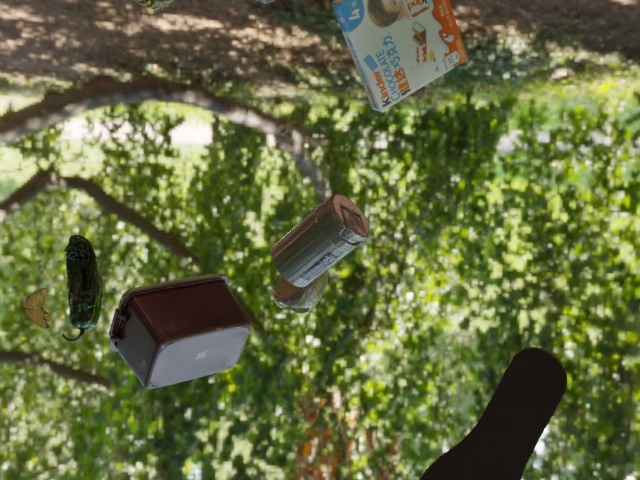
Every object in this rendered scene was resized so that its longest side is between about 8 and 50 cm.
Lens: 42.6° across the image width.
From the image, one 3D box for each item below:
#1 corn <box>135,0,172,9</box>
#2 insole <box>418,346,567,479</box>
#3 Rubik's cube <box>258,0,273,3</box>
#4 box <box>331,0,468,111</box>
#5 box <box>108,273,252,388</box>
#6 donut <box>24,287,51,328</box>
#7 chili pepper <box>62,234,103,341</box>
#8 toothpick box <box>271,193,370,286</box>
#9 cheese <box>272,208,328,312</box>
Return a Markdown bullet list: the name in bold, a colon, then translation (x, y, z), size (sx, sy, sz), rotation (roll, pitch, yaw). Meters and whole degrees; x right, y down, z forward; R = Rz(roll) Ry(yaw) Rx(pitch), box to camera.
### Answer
- **corn**: translation (-0.362, -0.535, 1.665), size (0.106, 0.106, 0.293), rotation (1, -158, -27)
- **insole**: translation (0.223, 0.286, 1.090), size (0.119, 0.348, 0.009), rotation (36, 158, 6)
- **Rubik's cube**: translation (-0.130, -0.611, 1.920), size (0.111, 0.093, 0.111), rotation (14, 148, 9)
- **box**: translation (0.185, -0.472, 1.856), size (0.265, 0.273, 0.048), rotation (-34, -150, -13)
- **box**: translation (-0.308, 0.206, 1.851), size (0.294, 0.193, 0.167), rotation (-9, -137, -40)
- **donut**: translation (-0.602, 0.145, 1.776), size (0.067, 0.083, 0.038), rotation (-36, -161, 8)
- **chili pepper**: translation (-0.574, 0.114, 1.976), size (0.100, 0.256, 0.074), rotation (-2, 160, -22)
- **toothpick box**: translation (0.000, 0.000, 1.627), size (0.181, 0.111, 0.111), rotation (-39, 160, 27)
- **cheese**: translation (-0.041, 0.052, 2.221), size (0.163, 0.286, 0.082), rotation (2, 164, 43)
